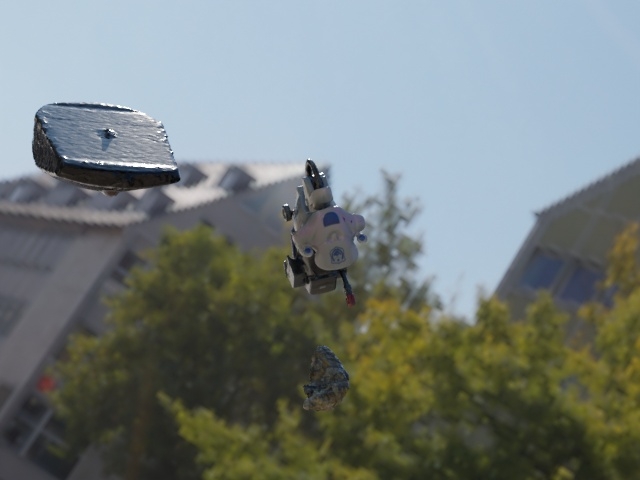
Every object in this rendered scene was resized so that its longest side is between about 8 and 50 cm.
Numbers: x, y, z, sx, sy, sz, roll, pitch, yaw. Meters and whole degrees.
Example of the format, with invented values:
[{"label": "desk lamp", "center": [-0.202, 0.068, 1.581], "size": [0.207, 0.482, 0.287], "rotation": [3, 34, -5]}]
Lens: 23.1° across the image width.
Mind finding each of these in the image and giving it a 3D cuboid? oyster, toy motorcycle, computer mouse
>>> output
[{"label": "oyster", "center": [0.006, 0.161, 1.856], "size": [0.080, 0.083, 0.038], "rotation": [2, -24, -45]}, {"label": "toy motorcycle", "center": [0.000, 0.000, 2.127], "size": [0.221, 0.102, 0.150], "rotation": [95, -23, -56]}, {"label": "computer mouse", "center": [-0.279, -0.102, 1.991], "size": [0.168, 0.087, 0.295], "rotation": [4, 20, -18]}]
